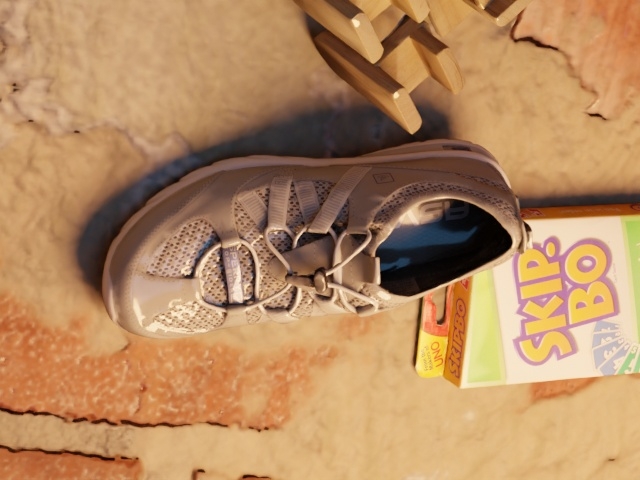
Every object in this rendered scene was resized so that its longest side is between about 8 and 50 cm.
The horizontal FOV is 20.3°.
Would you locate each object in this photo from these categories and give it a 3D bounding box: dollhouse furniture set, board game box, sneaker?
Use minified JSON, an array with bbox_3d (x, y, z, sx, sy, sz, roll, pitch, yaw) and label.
[{"bbox_3d":[0.051,-0.234,1.099,0.212,0.161,0.242,-42,142,-8],"label":"dollhouse furniture set"},{"bbox_3d":[0.192,0.037,1.294,0.259,0.039,0.124,-2,107,-23],"label":"board game box"},{"bbox_3d":[0.000,0.000,1.130,0.281,0.115,0.105,-17,113,-11],"label":"sneaker"}]
